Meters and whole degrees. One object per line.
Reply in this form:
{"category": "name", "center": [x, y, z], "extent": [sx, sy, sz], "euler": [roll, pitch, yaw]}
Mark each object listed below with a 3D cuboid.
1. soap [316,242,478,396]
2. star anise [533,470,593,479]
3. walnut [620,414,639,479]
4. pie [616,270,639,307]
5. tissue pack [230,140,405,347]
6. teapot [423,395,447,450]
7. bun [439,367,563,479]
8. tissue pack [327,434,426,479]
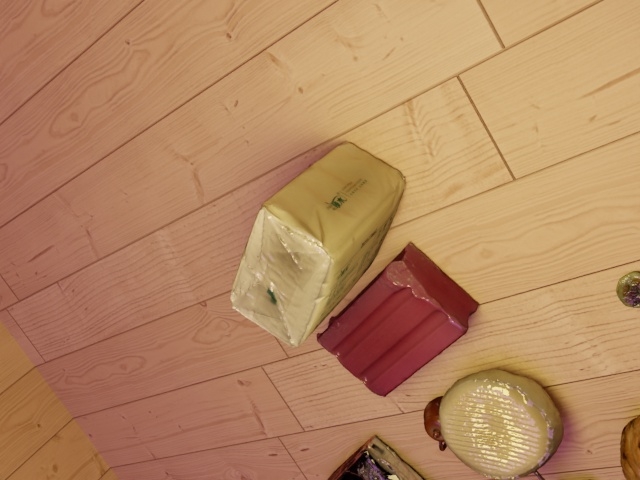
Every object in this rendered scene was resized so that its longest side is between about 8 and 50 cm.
{"category": "soap", "center": [0.177, 0.200, 1.832], "extent": [0.233, 0.128, 0.359], "euler": [42, 132, 1]}
{"category": "star anise", "center": [0.560, 0.557, 1.835], "extent": [0.148, 0.218, 0.227], "euler": [-40, 112, 1]}
{"category": "walnut", "center": [0.716, 0.458, 1.620], "extent": [0.155, 0.184, 0.155], "euler": [12, 136, 12]}
{"category": "pie", "center": [0.642, 0.100, 1.546], "extent": [0.085, 0.017, 0.085], "euler": [16, 126, 23]}
{"category": "tissue pack", "center": [0.000, 0.000, 1.649], "extent": [0.207, 0.380, 0.297], "euler": [31, 128, 13]}
{"category": "teapot", "center": [0.309, 0.465, 1.930], "extent": [0.116, 0.116, 0.173], "euler": [9, 124, 28]}
{"category": "bun", "center": [0.425, 0.423, 1.803], "extent": [0.287, 0.146, 0.287], "euler": [8, 108, 25]}
{"category": "tissue pack", "center": [0.151, 0.730, 2.198], "extent": [0.245, 0.123, 0.332], "euler": [41, 129, 11]}
